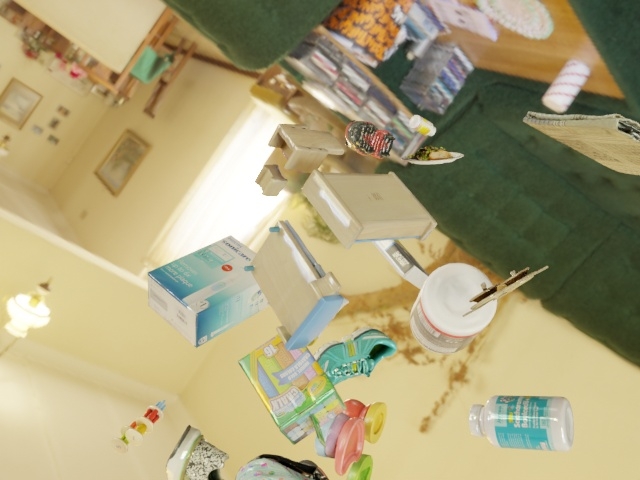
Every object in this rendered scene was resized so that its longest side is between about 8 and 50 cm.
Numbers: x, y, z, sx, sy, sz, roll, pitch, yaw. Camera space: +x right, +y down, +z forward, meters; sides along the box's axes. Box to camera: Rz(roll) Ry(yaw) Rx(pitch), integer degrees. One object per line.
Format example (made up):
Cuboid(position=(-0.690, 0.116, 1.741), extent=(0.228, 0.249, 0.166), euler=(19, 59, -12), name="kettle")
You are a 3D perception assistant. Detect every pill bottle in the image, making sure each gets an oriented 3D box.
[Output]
Cuboid(position=(0.311, -0.346, 1.936), extent=(0.083, 0.043, 0.043), euler=(21, -173, -35), name="pill bottle")
Cuboid(position=(0.322, 0.188, 1.616), extent=(0.176, 0.176, 0.318), euler=(34, 162, 13), name="pill bottle")
Cuboid(position=(0.555, 0.506, 1.777), extent=(0.264, 0.146, 0.146), euler=(-8, 155, 31), name="pill bottle")

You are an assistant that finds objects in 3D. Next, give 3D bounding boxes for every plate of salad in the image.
Cuboid(position=(0.362, -0.280, 2.067), extent=(0.200, 0.048, 0.200), euler=(-5, -165, 1), name="plate of salad")

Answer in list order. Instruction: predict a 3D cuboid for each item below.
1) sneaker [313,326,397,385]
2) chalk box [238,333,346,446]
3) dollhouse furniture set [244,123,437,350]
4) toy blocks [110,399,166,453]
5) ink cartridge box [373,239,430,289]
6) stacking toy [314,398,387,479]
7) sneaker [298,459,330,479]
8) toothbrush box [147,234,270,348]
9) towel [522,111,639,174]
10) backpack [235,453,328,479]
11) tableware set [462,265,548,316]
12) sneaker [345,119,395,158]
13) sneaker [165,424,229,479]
Cuboid(position=(0.075, 0.298, 1.583), extent=(0.110, 0.275, 0.106), euler=(21, 128, 44), name="sneaker")
Cuboid(position=(-0.041, 0.299, 1.242), extent=(0.213, 0.132, 0.132), euler=(51, 170, 30), name="chalk box")
Cuboid(position=(0.000, 0.000, 1.158), extent=(0.198, 0.303, 0.286), euler=(-3, -132, -44), name="dollhouse furniture set")
Cuboid(position=(-0.487, 0.500, 1.737), extent=(0.054, 0.123, 0.148), euler=(52, -151, -8), name="toy blocks")
Cuboid(position=(0.260, 0.038, 2.195), extent=(0.303, 0.072, 0.307), euler=(50, -170, 29), name="ink cartridge box")
Cuboid(position=(0.058, 0.586, 1.782), extent=(0.131, 0.279, 0.309), euler=(13, -179, 25), name="stacking toy")
Cuboid(position=(0.029, 0.757, 1.784), extent=(0.313, 0.116, 0.136), euler=(50, -178, 21), name="sneaker")
Cuboid(position=(-0.292, 0.131, 1.761), extent=(0.216, 0.126, 0.296), euler=(34, -139, 30), name="toothbrush box")
Cuboid(position=(0.634, -0.203, 1.339), extent=(0.312, 0.056, 0.324), euler=(21, -174, -19), name="towel")
Cuboid(position=(-0.086, 0.519, 1.295), extent=(0.182, 0.152, 0.115), euler=(36, -168, -20), name="backpack")
Cuboid(position=(0.396, 0.097, 1.401), extent=(0.039, 0.194, 0.128), euler=(60, 145, 15), name="tableware set")
Cuboid(position=(0.122, -0.314, 1.940), extent=(0.135, 0.097, 0.276), euler=(23, -170, 24), name="sneaker")
Cuboid(position=(-0.352, 0.734, 1.880), extent=(0.182, 0.410, 0.158), euler=(19, -143, 14), name="sneaker")
